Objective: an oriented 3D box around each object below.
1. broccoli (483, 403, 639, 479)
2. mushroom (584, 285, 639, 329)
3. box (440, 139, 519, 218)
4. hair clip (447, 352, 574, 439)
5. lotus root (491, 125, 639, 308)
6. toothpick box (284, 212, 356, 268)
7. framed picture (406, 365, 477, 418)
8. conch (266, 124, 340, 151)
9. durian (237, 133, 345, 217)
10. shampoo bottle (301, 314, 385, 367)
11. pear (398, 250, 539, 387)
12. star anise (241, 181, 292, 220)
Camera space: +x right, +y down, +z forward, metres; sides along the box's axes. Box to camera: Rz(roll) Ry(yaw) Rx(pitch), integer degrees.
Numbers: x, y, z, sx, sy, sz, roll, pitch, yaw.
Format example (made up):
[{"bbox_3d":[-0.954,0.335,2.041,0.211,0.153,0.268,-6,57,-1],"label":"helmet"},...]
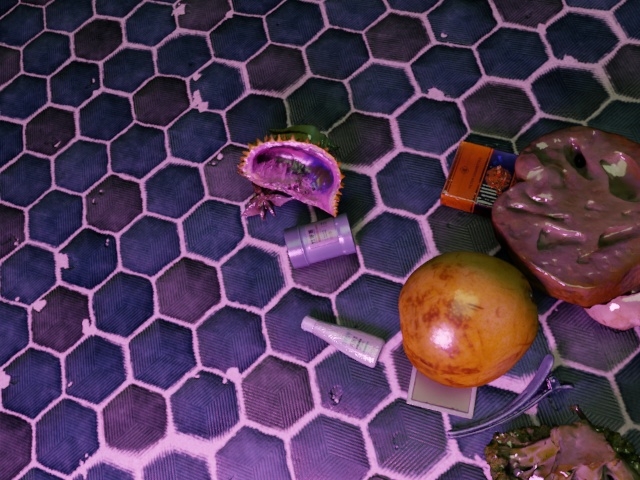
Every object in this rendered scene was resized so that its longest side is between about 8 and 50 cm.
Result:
[{"bbox_3d":[0.453,0.430,0.985,0.321,0.283,0.304,-16,37,-4],"label":"broccoli"},{"bbox_3d":[0.623,0.110,1.135,0.166,0.166,0.127,-40,112,-4],"label":"mushroom"},{"bbox_3d":[0.418,-0.130,1.298,0.237,0.070,0.152,17,75,18],"label":"box"},{"bbox_3d":[0.387,0.344,1.142,0.275,0.048,0.083,-35,92,0],"label":"hair clip"},{"bbox_3d":[0.544,-0.053,1.117,0.375,0.111,0.390,12,63,19],"label":"lotus root"},{"bbox_3d":[0.000,0.000,1.316,0.153,0.101,0.101,-16,68,4],"label":"toothpick box"},{"bbox_3d":[0.274,0.280,1.210,0.142,0.011,0.183,10,73,14],"label":"framed picture"},{"bbox_3d":[-0.050,-0.251,1.431,0.201,0.079,0.094,-2,77,25],"label":"conch"},{"bbox_3d":[-0.067,-0.172,1.354,0.261,0.186,0.153,23,86,-8],"label":"durian"},{"bbox_3d":[0.048,0.220,1.260,0.191,0.041,0.069,21,81,18],"label":"shampoo bottle"},{"bbox_3d":[0.288,0.152,1.104,0.281,0.280,0.280,-4,70,10],"label":"pear"},{"bbox_3d":[-0.128,-0.106,1.400,0.129,0.056,0.124,5,66,23],"label":"star anise"}]
